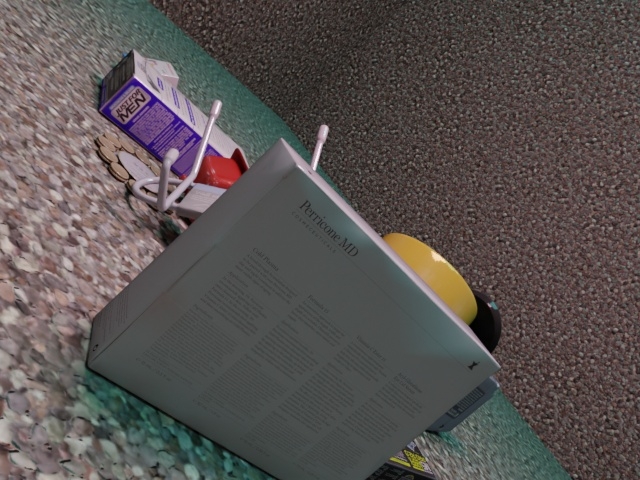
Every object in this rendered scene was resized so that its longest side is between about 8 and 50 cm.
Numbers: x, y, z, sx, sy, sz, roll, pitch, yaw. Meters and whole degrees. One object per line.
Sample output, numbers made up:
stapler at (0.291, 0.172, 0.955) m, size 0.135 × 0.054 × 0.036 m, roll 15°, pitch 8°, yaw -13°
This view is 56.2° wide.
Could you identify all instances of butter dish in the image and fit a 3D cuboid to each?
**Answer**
butter dish at (-0.209, -0.090, 1.112) m, size 0.118 × 0.160 × 0.160 m, roll 15°, pitch 28°, yaw -30°

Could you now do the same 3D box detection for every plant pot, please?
plant pot at (0.142, 0.153, 1.210) m, size 0.254 × 0.239 × 0.254 m, roll 41°, pitch -19°, yaw 18°

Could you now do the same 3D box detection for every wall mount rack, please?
wall mount rack at (-0.116, -0.116, 0.992) m, size 0.350 × 0.130 × 0.304 m, roll 14°, pitch 26°, yaw -1°

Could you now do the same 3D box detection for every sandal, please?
sandal at (0.271, 0.234, 1.481) m, size 0.446 × 0.107 × 0.167 m, roll -30°, pitch -105°, yaw 59°

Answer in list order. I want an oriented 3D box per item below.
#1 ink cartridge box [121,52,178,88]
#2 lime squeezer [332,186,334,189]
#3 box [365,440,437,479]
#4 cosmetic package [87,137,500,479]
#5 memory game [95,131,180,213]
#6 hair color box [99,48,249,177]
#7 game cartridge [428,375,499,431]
ink cartridge box at (-0.418, -0.405, 1.461) m, size 0.122 × 0.052 × 0.088 m, roll 4°, pitch 37°, yaw -35°
lime squeezer at (0.000, 0.000, 1.755) m, size 0.059 × 0.110 × 0.310 m, roll 65°, pitch 20°, yaw -65°
box at (0.059, 0.293, 0.973) m, size 0.270 × 0.060 × 0.216 m, roll 38°, pitch 15°, yaw -46°
cosmetic package at (-0.013, 0.117, 0.680) m, size 0.377 × 0.284 × 0.097 m, roll 43°, pitch 11°, yaw -30°
memory game at (-0.318, -0.117, 1.053) m, size 0.186 × 0.012 × 0.186 m, roll 47°, pitch 10°, yaw -11°
hair color box at (-0.303, -0.232, 1.286) m, size 0.339 × 0.110 × 0.185 m, roll 44°, pitch 12°, yaw -35°
game cartridge at (0.281, 0.339, 1.344) m, size 0.297 × 0.198 × 0.062 m, roll 42°, pitch 13°, yaw -49°
